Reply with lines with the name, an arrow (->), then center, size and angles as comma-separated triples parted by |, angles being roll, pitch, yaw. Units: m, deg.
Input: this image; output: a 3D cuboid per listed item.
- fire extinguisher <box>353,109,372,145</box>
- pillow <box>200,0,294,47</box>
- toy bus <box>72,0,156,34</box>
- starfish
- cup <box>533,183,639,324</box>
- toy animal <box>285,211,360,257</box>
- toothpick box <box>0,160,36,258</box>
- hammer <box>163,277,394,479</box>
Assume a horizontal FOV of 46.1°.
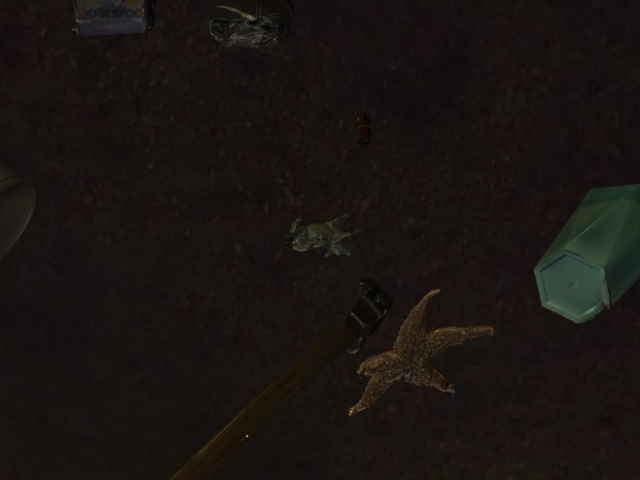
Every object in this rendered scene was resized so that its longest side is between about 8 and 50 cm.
fire extinguisher -> 0.117, -0.324, 2.103 | 0.056, 0.132, 0.039 | -33, 132, 30
pillow -> -0.133, -0.433, 1.446 | 0.162, 0.335, 0.092 | 4, 117, -1
toy bus -> -0.289, -0.379, 1.058 | 0.113, 0.317, 0.137 | -5, 119, -11
starfish -> 0.157, 0.174, 1.167 | 0.231, 0.048, 0.295 | 0, 130, -28
cup -> 0.400, 0.024, 1.078 | 0.148, 0.236, 0.134 | 48, 134, 6
toy animal -> -0.001, -0.005, 1.750 | 0.217, 0.073, 0.176 | -5, 160, -35
toothpick box -> -0.655, -0.100, 1.224 | 0.316, 0.229, 0.229 | 36, 135, 1
hammer -> -0.056, 0.188, 0.851 | 0.044, 0.440, 0.168 | 40, 140, 13
